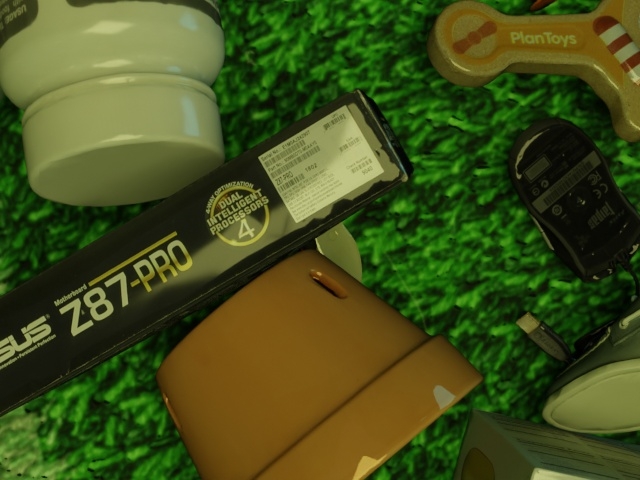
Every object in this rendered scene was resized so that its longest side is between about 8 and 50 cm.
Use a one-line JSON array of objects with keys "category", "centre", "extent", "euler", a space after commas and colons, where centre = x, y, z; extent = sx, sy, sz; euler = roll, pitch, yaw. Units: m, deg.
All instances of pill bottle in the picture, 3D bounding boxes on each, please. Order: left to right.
[{"category": "pill bottle", "centre": [-0.195, -0.227, 1.289], "extent": [0.204, 0.204, 0.361], "euler": [-8, 75, -6]}]

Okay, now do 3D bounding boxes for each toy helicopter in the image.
[{"category": "toy helicopter", "centre": [0.272, -0.209, 1.428], "extent": [0.355, 0.140, 0.235], "euler": [-2, 73, -18]}]

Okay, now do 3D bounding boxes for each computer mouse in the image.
[{"category": "computer mouse", "centre": [0.253, 0.009, 1.494], "extent": [0.184, 0.060, 0.262], "euler": [-45, 107, -1]}]

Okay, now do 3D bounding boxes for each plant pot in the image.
[{"category": "plant pot", "centre": [-0.020, 0.147, 1.377], "extent": [0.291, 0.291, 0.203], "euler": [-40, 81, -2]}]

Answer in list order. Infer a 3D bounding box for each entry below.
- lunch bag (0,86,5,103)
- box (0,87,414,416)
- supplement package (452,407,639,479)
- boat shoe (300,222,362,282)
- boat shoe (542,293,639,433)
[{"category": "lunch bag", "centre": [-0.446, -0.142, 1.339], "extent": [0.262, 0.160, 0.223], "euler": [25, 92, 9]}, {"category": "box", "centre": [-0.104, 0.005, 1.286], "extent": [0.394, 0.318, 0.097], "euler": [-31, 89, 7]}, {"category": "supplement package", "centre": [0.242, 0.303, 1.411], "extent": [0.198, 0.262, 0.199], "euler": [14, 94, -7]}, {"category": "boat shoe", "centre": [0.002, -0.001, 1.469], "extent": [0.049, 0.042, 0.133], "euler": [-30, 98, -24]}, {"category": "boat shoe", "centre": [0.348, 0.095, 1.419], "extent": [0.116, 0.099, 0.319], "euler": [28, 134, -30]}]
